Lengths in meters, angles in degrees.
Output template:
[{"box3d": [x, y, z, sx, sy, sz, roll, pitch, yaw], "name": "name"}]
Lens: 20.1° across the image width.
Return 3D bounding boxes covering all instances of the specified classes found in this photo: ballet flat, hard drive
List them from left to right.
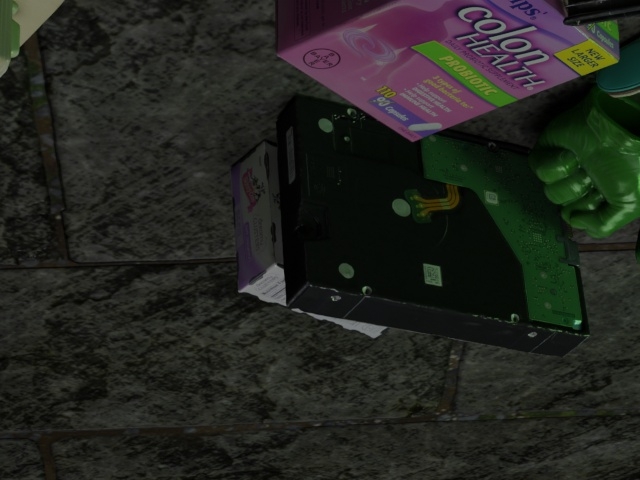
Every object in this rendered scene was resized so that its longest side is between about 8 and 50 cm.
[{"box3d": [0.118, -0.011, 1.930, 0.339, 0.237, 0.064, 10, 147, -24], "name": "hard drive"}, {"box3d": [0.358, -0.190, 1.839, 0.052, 0.057, 0.168, 12, 147, -43], "name": "ballet flat"}]

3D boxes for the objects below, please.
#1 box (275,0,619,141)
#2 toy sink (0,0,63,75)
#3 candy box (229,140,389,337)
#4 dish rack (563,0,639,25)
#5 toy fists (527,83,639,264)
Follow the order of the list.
[{"box3d": [0.117, -0.216, 1.680, 0.243, 0.117, 0.213, -21, 147, 33], "name": "box"}, {"box3d": [-0.367, -0.192, 1.672, 0.234, 0.131, 0.153, 19, 142, -34], "name": "toy sink"}, {"box3d": [0.000, 0.000, 2.001, 0.196, 0.164, 0.070, 20, 140, -34], "name": "candy box"}, {"box3d": [0.357, -0.240, 1.623, 0.208, 0.074, 0.271, -4, -178, 32], "name": "dish rack"}, {"box3d": [0.355, -0.041, 1.942, 0.279, 0.096, 0.142, 31, 128, -5], "name": "toy fists"}]
